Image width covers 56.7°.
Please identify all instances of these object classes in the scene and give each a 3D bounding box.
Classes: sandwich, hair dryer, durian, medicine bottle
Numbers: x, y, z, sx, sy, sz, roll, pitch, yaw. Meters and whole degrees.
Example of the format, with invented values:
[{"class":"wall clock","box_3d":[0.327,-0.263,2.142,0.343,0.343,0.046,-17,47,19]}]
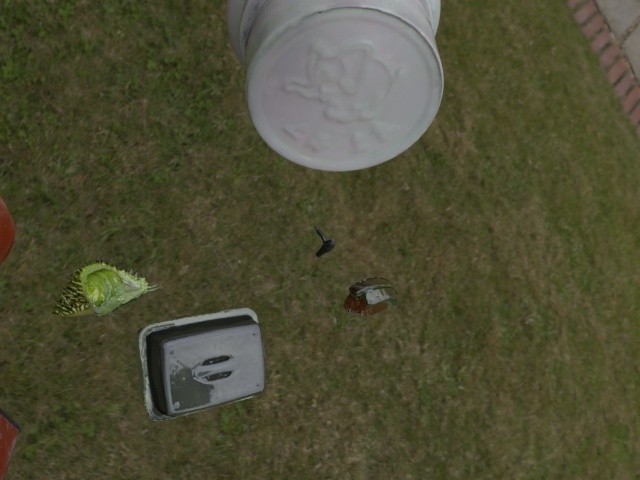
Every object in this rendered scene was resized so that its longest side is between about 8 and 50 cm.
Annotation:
[{"class":"sandwich","box_3d":[0.162,0.189,1.882,0.079,0.159,0.235,54,9,28]},{"class":"hair dryer","box_3d":[0.000,0.000,1.709,0.031,0.079,0.083,-20,75,-49]},{"class":"durian","box_3d":[-0.601,0.154,1.614,0.169,0.352,0.158,34,99,5]},{"class":"medicine bottle","box_3d":[0.007,-0.207,0.489,0.170,0.170,0.292,24,44,-29]}]

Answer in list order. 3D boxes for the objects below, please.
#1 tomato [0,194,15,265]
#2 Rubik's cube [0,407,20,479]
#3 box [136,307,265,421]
[{"class":"tomato","box_3d":[-0.469,-0.035,0.805,0.082,0.174,0.166,-30,107,-21]},{"class":"Rubik's cube","box_3d":[-0.824,0.452,1.140,0.316,0.313,0.318,1,55,-3]},{"class":"box","box_3d":[-0.267,0.276,1.352,0.291,0.166,0.220,-7,95,-33]}]
